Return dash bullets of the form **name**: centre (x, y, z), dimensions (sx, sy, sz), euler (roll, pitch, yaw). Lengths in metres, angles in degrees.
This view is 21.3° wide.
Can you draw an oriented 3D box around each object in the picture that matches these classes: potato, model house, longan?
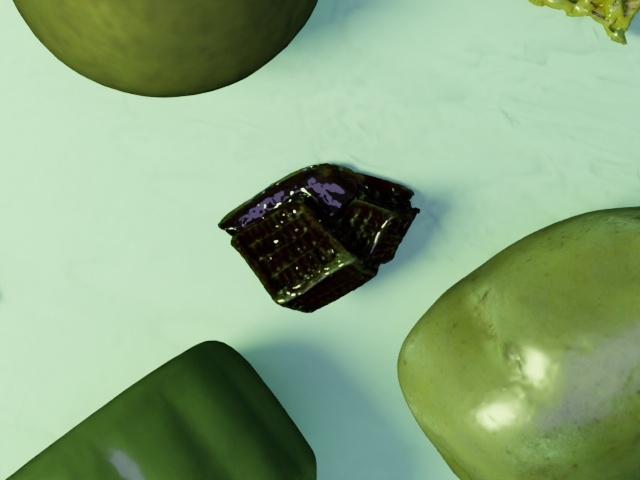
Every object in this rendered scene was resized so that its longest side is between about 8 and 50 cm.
- **potato**: centre (0.235, 0.092, 1.473), dimensions (0.326, 0.243, 0.221), euler (-32, 105, 2)
- **model house**: centre (0.006, -0.004, 1.503), dimensions (0.165, 0.152, 0.106), euler (-34, 104, 5)
- **longan**: centre (-0.132, -0.257, 1.388), dimensions (0.297, 0.297, 0.297), euler (0, 99, -1)

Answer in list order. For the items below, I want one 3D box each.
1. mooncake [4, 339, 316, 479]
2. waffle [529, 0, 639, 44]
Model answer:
- **mooncake**: centre (-0.166, 0.246, 1.455), dimensions (0.351, 0.351, 0.187), euler (-36, 86, 4)
- **waffle**: centre (0.249, -0.317, 1.508), dimensions (0.254, 0.052, 0.245), euler (34, 98, -5)
